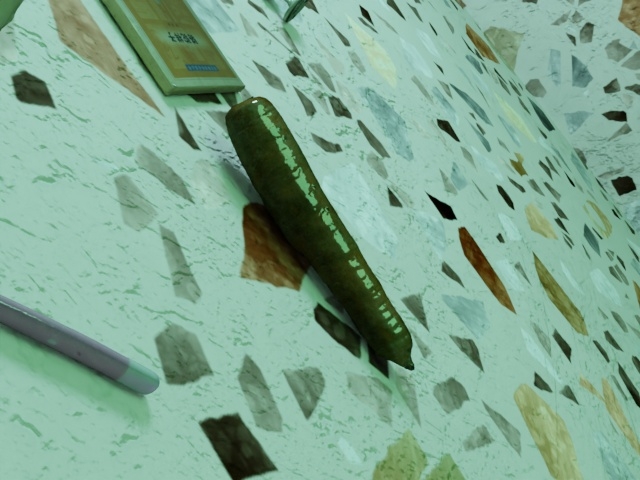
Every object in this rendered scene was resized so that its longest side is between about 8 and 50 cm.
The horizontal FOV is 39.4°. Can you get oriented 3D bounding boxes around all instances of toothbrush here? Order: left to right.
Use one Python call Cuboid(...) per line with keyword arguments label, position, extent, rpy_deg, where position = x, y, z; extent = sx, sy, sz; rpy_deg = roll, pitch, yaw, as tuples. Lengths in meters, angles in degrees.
Cuboid(label="toothbrush", position=(-0.219, 0.037, 0.575), extent=(0.286, 0.020, 0.025), rpy_deg=(35, 24, -34))

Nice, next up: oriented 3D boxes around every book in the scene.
Cuboid(label="book", position=(-0.193, -0.268, 1.020), extent=(0.241, 0.018, 0.170), rpy_deg=(55, 24, 5))

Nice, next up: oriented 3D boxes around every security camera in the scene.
Cuboid(label="security camera", position=(-0.066, -0.383, 1.358), extent=(0.092, 0.058, 0.058), rpy_deg=(44, 25, 1))

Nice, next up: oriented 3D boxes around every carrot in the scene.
Cuboid(label="carrot", position=(0.001, -0.001, 0.958), extent=(0.342, 0.070, 0.070), rpy_deg=(58, 25, -3))

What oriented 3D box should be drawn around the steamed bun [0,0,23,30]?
Cuboid(label="steamed bun", position=(-0.309, -0.243, 0.483), extent=(0.352, 0.247, 0.339), rpy_deg=(60, 21, -4))
